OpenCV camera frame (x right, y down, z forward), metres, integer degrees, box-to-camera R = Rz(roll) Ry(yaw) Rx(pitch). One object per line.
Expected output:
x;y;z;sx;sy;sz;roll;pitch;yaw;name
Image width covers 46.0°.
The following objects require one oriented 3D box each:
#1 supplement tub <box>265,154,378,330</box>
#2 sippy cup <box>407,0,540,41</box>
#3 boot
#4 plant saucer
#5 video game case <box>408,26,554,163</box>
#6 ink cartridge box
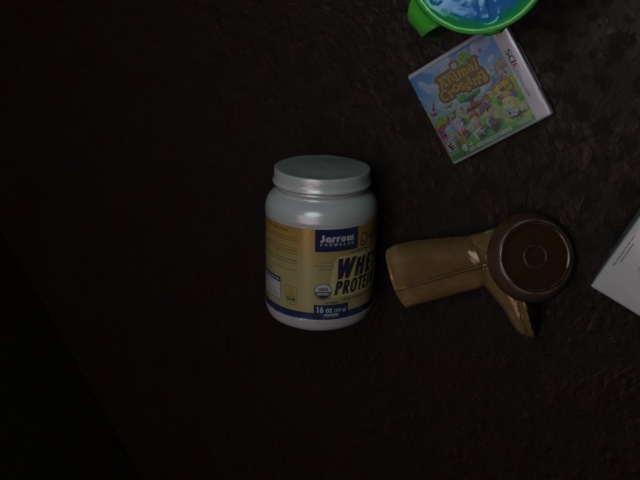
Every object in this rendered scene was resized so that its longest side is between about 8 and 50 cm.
0.000;0.000;1.545;0.228;0.228;0.316;12;114;27;supplement tub
0.285;-0.458;1.211;0.305;0.224;0.240;0;108;31;sippy cup
0.283;0.096;1.502;0.269;0.089;0.236;-16;86;33;boot
0.391;0.030;1.383;0.168;0.029;0.168;0;85;-4;plant saucer
0.292;-0.271;1.396;0.212;0.023;0.193;-27;93;35;video game case
0.605;0.047;1.236;0.232;0.171;0.168;33;121;16;ink cartridge box
